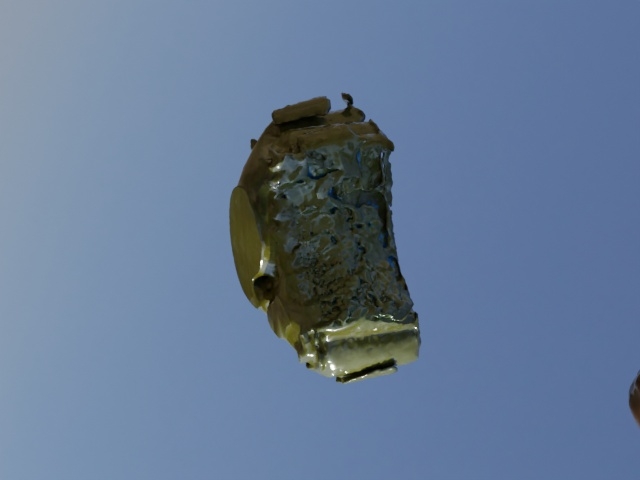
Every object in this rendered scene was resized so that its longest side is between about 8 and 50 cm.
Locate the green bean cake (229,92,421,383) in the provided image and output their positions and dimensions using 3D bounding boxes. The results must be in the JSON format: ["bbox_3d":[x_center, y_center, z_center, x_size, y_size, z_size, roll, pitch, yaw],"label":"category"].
[{"bbox_3d":[0.000,0.000,2.157,0.285,0.202,0.310,-126,-152,-63],"label":"green bean cake"}]

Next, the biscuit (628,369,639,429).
[{"bbox_3d":[0.491,0.172,1.502,0.166,0.342,0.395,-33,175,-43],"label":"biscuit"}]
